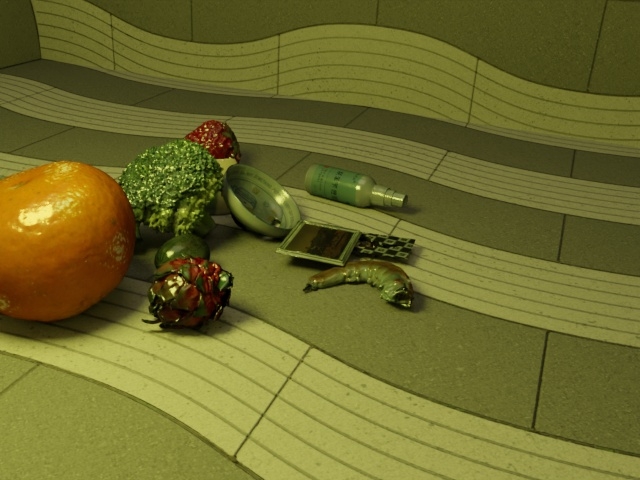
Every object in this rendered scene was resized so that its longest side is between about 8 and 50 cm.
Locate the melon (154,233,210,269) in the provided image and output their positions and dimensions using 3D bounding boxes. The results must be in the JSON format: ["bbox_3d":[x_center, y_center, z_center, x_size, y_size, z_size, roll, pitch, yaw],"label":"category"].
[{"bbox_3d":[-0.357,0.041,1.851,0.114,0.114,0.167,21,31,32],"label":"melon"}]

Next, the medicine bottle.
[{"bbox_3d":[0.121,-0.170,2.360,0.352,0.110,0.110,17,28,25],"label":"medicine bottle"}]

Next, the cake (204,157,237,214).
[{"bbox_3d":[-0.370,-0.212,2.325,0.158,0.172,0.283,-3,24,-19],"label":"cake"}]

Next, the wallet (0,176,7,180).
[{"bbox_3d":[-0.991,-0.066,1.910,0.237,0.075,0.342,-30,13,25],"label":"wallet"}]

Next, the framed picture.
[{"bbox_3d":[0.000,0.000,2.002,0.197,0.014,0.252,11,24,11],"label":"framed picture"}]

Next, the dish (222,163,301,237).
[{"bbox_3d":[-0.203,-0.091,2.139,0.273,0.134,0.273,31,29,-19],"label":"dish"}]

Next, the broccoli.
[{"bbox_3d":[-0.424,-0.096,1.959,0.375,0.302,0.249,-36,22,5],"label":"broccoli"}]

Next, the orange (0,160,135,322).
[{"bbox_3d":[-0.634,0.005,1.654,0.424,0.326,0.424,-14,26,7],"label":"orange"}]

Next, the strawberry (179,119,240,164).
[{"bbox_3d":[-0.417,-0.321,2.547,0.244,0.205,0.205,-17,25,6],"label":"strawberry"}]

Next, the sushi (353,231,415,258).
[{"bbox_3d":[0.172,0.025,2.051,0.201,0.031,0.139,9,26,18],"label":"sushi"}]

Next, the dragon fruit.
[{"bbox_3d":[-0.306,0.119,1.637,0.189,0.182,0.182,9,19,-34],"label":"dragon fruit"}]

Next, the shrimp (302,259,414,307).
[{"bbox_3d":[0.115,0.097,1.849,0.287,0.068,0.185,9,24,16],"label":"shrimp"}]
